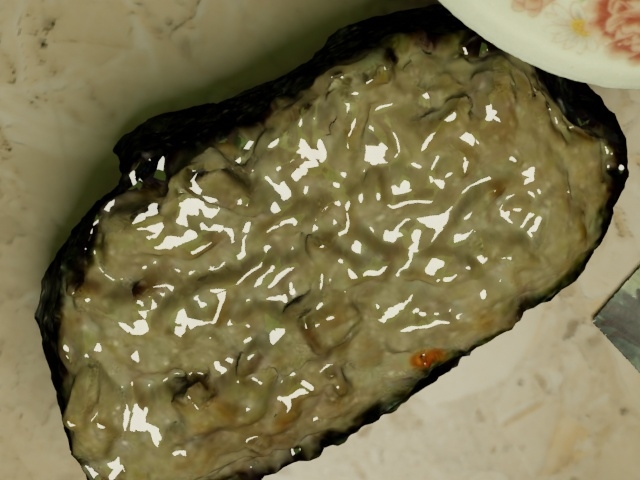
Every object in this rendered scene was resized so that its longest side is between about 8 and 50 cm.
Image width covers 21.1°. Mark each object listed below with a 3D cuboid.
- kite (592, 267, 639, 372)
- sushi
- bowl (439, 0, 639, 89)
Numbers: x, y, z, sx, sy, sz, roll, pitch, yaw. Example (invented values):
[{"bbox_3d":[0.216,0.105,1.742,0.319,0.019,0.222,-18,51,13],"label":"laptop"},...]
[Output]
[{"bbox_3d":[0.322,-0.009,1.061,0.169,0.015,0.310,38,95,-7],"label":"kite"},{"bbox_3d":[0.000,0.000,0.962,0.350,0.171,0.211,-30,99,1],"label":"sushi"},{"bbox_3d":[0.165,-0.230,0.901,0.277,0.145,0.277,8,66,-17],"label":"bowl"}]
